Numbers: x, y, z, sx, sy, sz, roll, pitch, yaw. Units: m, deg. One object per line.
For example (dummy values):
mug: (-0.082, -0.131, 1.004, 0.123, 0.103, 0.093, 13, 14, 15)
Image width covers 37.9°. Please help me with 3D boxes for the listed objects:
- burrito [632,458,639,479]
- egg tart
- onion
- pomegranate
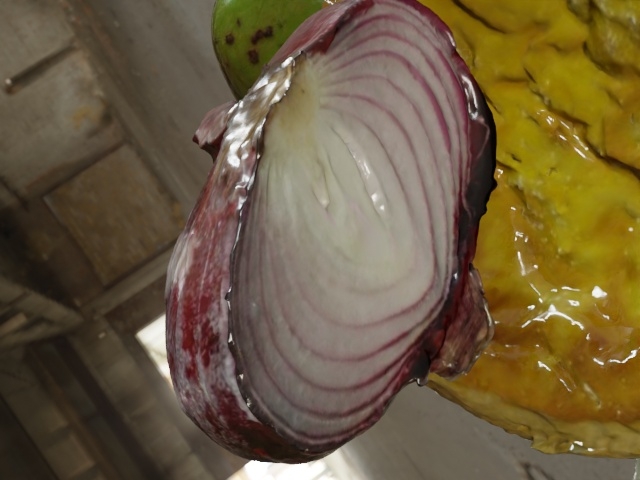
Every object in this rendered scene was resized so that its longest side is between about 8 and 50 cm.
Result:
burrito: (0.291, 0.141, 0.734, 0.063, 0.229, 0.058, 24, 165, -6)
egg tart: (0.143, -0.046, 0.513, 0.341, 0.129, 0.341, 19, 119, 37)
onion: (0.000, 0.000, 0.403, 0.098, 0.206, 0.151, -9, 134, 48)
pomegranate: (0.019, -0.205, 0.835, 0.231, 0.231, 0.286, 55, 148, 5)
